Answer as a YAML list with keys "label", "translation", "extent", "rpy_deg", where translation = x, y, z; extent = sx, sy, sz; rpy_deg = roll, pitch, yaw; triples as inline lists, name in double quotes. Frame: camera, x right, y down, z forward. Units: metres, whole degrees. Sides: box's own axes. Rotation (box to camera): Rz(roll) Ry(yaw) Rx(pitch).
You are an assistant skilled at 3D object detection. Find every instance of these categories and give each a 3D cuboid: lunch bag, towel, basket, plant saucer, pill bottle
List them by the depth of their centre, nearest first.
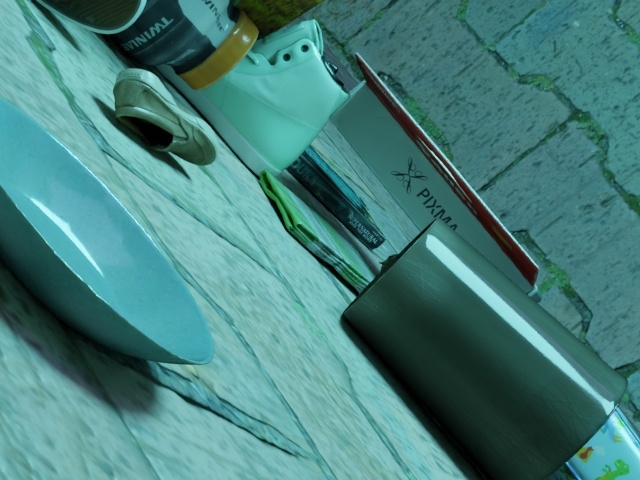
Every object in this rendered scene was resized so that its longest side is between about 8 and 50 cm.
- label: "plant saucer"
  translation: [-0.134, 0.002, 0.924]
  extent: [0.195, 0.037, 0.195]
  rpy_deg: [48, 8, -9]
- label: "basket"
  translation: [0.144, 0.101, 1.593]
  extent: [0.227, 0.154, 0.204]
  rpy_deg: [45, -9, 0]
- label: "pill bottle"
  translation: [-0.169, -0.254, 1.630]
  extent: [0.245, 0.130, 0.130]
  rpy_deg: [45, 9, -21]
- label: "lunch bag"
  translation: [0.294, 0.262, 1.739]
  extent: [0.219, 0.090, 0.176]
  rpy_deg: [54, -13, 30]
- label: "towel"
  translation: [0.000, 0.000, 1.768]
  extent: [0.152, 0.023, 0.113]
  rpy_deg: [41, 9, -36]

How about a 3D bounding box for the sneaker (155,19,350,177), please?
- label: "sneaker"
  translation: [-0.084, -0.202, 1.776]
  extent: [0.256, 0.151, 0.094]
  rpy_deg: [46, 10, -8]

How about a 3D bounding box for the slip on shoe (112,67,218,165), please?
- label: "slip on shoe"
  translation: [-0.127, -0.089, 1.417]
  extent: [0.135, 0.051, 0.041]
  rpy_deg: [51, 42, -56]

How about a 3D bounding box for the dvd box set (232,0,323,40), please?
- label: "dvd box set"
  translation: [-0.076, -0.346, 1.651]
  extent: [0.308, 0.420, 0.062]
  rpy_deg: [33, 58, -24]

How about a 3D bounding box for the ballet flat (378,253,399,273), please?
- label: "ballet flat"
  translation: [0.109, 0.076, 1.847]
  extent: [0.077, 0.091, 0.241]
  rpy_deg: [15, 13, -14]

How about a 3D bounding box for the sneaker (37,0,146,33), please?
- label: "sneaker"
  translation: [-0.249, -0.298, 1.490]
  extent: [0.290, 0.106, 0.123]
  rpy_deg: [47, 10, -3]

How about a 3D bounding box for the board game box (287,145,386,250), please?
- label: "board game box"
  translation: [-0.001, -0.077, 2.096]
  extent: [0.186, 0.026, 0.126]
  rpy_deg: [43, 9, -35]

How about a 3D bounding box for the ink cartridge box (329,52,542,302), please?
- label: "ink cartridge box"
  translation: [0.119, -0.046, 1.856]
  extent: [0.296, 0.066, 0.261]
  rpy_deg: [51, 2, 11]
